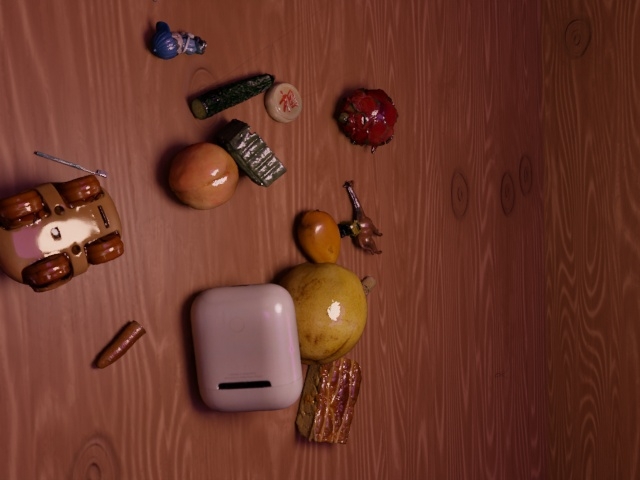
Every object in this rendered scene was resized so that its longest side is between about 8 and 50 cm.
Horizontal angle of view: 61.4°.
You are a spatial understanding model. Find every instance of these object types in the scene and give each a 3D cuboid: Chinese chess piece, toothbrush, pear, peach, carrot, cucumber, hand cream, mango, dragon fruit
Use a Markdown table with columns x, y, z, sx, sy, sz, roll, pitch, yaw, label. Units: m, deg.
| x | y | z | sx | sy | sz | roll | pitch | yaw | label |
| --- | --- | --- | --- | --- | --- | --- | --- | --- | --- |
| -0.113 | -0.425 | 1.667 | 0.122 | 0.051 | 0.122 | -2 | 93 | -42 | Chinese chess piece |
| -0.582 | -0.180 | 1.272 | 0.167 | 0.011 | 0.014 | 19 | 73 | -41 | toothbrush |
| -0.003 | 0.215 | 1.619 | 0.314 | 0.314 | 0.314 | -1 | 92 | -42 | pear |
| -0.303 | -0.170 | 1.419 | 0.184 | 0.184 | 0.184 | -1 | 92 | -42 | peach |
| -0.498 | 0.264 | 1.339 | 0.139 | 0.048 | 0.048 | -50 | 122 | -27 | carrot |
| -0.240 | -0.422 | 1.545 | 0.293 | 0.067 | 0.067 | -36 | 114 | -37 | cucumber |
| 0.130 | 0.190 | 1.893 | 0.203 | 0.084 | 0.084 | -43 | 118 | -41 | hand cream |
| 0.000 | 0.000 | 1.747 | 0.145 | 0.112 | 0.219 | -45 | 131 | -32 | mango |
| 0.176 | -0.419 | 1.852 | 0.274 | 0.193 | 0.192 | -6 | 68 | -43 | dragon fruit |

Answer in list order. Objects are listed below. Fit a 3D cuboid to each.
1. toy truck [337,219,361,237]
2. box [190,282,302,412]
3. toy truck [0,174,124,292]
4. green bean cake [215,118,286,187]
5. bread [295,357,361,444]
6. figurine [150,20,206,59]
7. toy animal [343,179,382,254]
| x | y | z | sx | sy | sz | roll | pitch | yaw | label |
| --- | --- | --- | --- | --- | --- | --- | --- | --- | --- |
| 0.098 | -0.041 | 1.845 | 0.054 | 0.083 | 0.049 | -45 | 118 | -33 | toy truck |
| -0.201 | 0.293 | 1.468 | 0.141 | 0.289 | 0.349 | -53 | 138 | -82 | box |
| -0.563 | -0.024 | 1.161 | 0.288 | 0.212 | 0.204 | -30 | 110 | -42 | toy truck |
| -0.200 | -0.240 | 1.507 | 0.094 | 0.173 | 0.181 | -44 | 123 | -6 | green bean cake |
| 0.032 | 0.519 | 1.781 | 0.185 | 0.114 | 0.274 | 23 | 73 | -41 | bread |
| -0.377 | -0.518 | 1.418 | 0.149 | 0.086 | 0.087 | -14 | 141 | -53 | figurine |
| 0.150 | -0.078 | 1.908 | 0.230 | 0.066 | 0.224 | 35 | 52 | -41 | toy animal |
